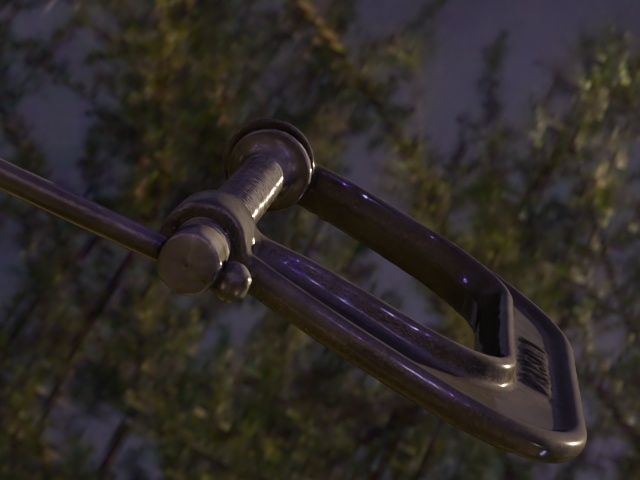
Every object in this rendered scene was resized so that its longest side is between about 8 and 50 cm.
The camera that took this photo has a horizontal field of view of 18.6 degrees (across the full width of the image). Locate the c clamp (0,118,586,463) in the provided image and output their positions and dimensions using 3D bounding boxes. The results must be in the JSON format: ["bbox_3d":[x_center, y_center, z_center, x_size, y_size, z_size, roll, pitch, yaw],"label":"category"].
[{"bbox_3d":[0.000,0.000,0.420,0.137,0.161,0.022,30,-79,5],"label":"c clamp"}]
